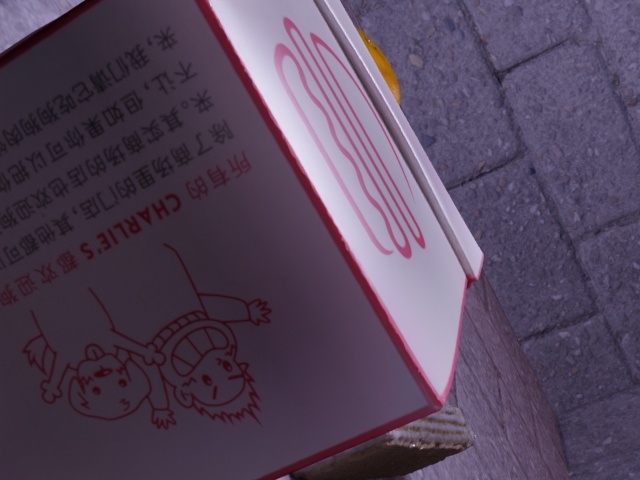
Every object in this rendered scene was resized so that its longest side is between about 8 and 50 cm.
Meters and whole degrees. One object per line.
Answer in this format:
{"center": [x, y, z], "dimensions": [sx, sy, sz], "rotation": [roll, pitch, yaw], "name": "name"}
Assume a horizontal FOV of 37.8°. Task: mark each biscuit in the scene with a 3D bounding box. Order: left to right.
{"center": [0.095, 0.261, 1.244], "dimensions": [0.426, 0.144, 0.078], "rotation": [30, 37, -66], "name": "biscuit"}

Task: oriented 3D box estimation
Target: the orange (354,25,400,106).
{"center": [0.003, -0.233, 1.495], "dimensions": [0.261, 0.261, 0.261], "rotation": [57, 18, -30], "name": "orange"}

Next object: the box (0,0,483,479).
{"center": [-0.095, -0.009, 0.673], "dimensions": [0.312, 0.314, 0.300], "rotation": [60, 19, -8], "name": "box"}
